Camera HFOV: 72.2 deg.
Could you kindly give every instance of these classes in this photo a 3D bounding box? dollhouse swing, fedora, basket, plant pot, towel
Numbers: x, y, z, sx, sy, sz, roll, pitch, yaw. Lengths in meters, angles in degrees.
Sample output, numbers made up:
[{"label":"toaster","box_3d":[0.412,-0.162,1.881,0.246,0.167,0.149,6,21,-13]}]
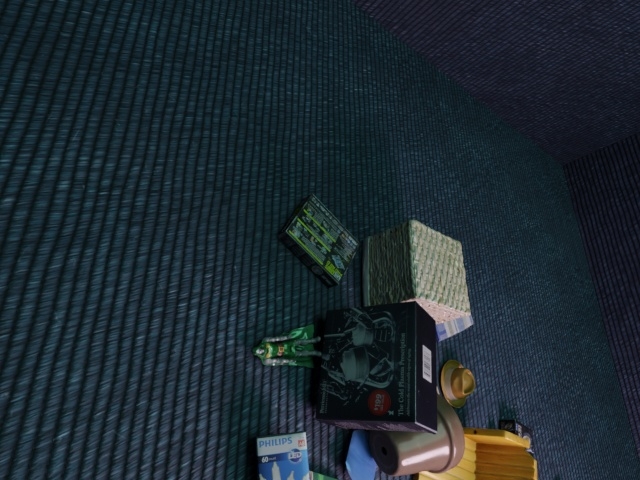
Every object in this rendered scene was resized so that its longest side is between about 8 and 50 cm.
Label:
[{"label":"dollhouse swing","box_3d":[0.539,0.820,1.528,0.305,0.315,0.347,43,48,-33]},{"label":"fedora","box_3d":[0.570,0.580,1.786,0.194,0.079,0.194,17,61,-35]},{"label":"basket","box_3d":[0.359,0.136,1.670,0.328,0.266,0.331,20,57,-33]},{"label":"plant pot","box_3d":[0.284,0.633,1.405,0.229,0.263,0.263,-7,76,-32]},{"label":"towel","box_3d":[0.565,0.308,1.935,0.285,0.034,0.209,-11,81,-42]}]

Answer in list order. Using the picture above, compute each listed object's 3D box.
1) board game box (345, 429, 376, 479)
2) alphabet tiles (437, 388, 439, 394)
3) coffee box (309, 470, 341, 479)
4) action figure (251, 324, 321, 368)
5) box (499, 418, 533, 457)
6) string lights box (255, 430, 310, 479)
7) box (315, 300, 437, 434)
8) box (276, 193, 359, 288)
[{"label":"board game box","box_3d":[0.121,0.683,1.375,0.133,0.033,0.169,46,38,-19]},{"label":"alphabet tiles","box_3d":[0.360,0.620,1.500,0.009,0.198,0.237,-6,76,-33]},{"label":"coffee box","box_3d":[-0.005,0.722,1.241,0.184,0.040,0.113,34,53,-26]},{"label":"action figure","box_3d":[-0.103,0.327,1.321,0.232,0.063,0.137,4,72,-36]},{"label":"box","box_3d":[0.844,0.887,1.893,0.147,0.077,0.180,37,51,-25]},{"label":"string lights box","box_3d":[-0.095,0.643,1.140,0.133,0.077,0.260,-3,71,-12]},{"label":"box","box_3d":[0.174,0.387,1.335,0.179,0.312,0.343,41,46,-45]},{"label":"box","box_3d":[0.000,0.000,1.554,0.270,0.060,0.216,45,49,-17]}]
